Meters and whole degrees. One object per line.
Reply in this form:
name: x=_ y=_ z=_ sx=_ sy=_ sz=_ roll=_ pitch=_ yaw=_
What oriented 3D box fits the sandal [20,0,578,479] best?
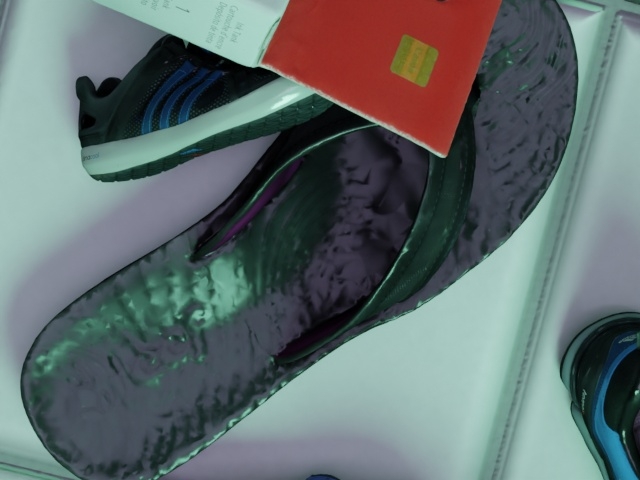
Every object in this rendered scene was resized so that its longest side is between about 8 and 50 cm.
sandal: x=0.001 y=0.003 z=1.158 sx=0.446 sy=0.107 sz=0.167 roll=-42 pitch=95 yaw=0

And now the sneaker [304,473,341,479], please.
sneaker: x=-0.023 y=0.197 z=1.190 sx=0.221 sy=0.087 sz=0.083 roll=8 pitch=125 yaw=9

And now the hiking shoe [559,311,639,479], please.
hiking shoe: x=0.249 y=0.194 z=1.173 sx=0.113 sy=0.132 sz=0.304 roll=-30 pitch=95 yaw=-1

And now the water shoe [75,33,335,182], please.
water shoe: x=-0.079 y=-0.096 z=1.126 sx=0.203 sy=0.073 sz=0.080 roll=-17 pitch=85 yaw=31

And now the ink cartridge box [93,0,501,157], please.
ink cartridge box: x=0.009 y=-0.230 z=1.094 sx=0.261 sy=0.066 sz=0.296 roll=24 pitch=60 yaw=-5
